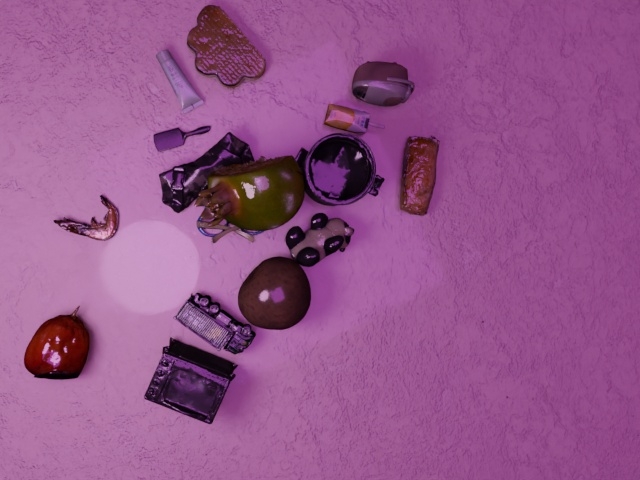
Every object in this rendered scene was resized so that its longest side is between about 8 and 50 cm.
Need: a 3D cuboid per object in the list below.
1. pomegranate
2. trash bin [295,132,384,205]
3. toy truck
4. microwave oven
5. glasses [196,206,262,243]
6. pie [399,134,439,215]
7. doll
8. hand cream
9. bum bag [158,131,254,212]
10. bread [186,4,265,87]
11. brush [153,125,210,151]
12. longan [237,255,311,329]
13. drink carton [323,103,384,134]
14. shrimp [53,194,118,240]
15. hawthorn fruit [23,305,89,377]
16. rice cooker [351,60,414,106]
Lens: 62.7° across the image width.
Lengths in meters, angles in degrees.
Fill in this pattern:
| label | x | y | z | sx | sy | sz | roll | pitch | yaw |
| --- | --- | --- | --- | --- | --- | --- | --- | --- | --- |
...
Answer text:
| label | x | y | z | sx | sy | sz | roll | pitch | yaw |
| --- | --- | --- | --- | --- | --- | --- | --- | --- | --- |
| pomegranate | -0.211 | -0.120 | 1.588 | 0.359 | 0.310 | 0.215 | -38 | 123 | -43 |
| trash bin | 0.048 | -0.219 | 1.690 | 0.278 | 0.262 | 0.217 | 28 | 90 | -5 |
| toy truck | -0.348 | 0.282 | 1.763 | 0.259 | 0.088 | 0.121 | 36 | 88 | -4 |
| microwave oven | -0.419 | 0.455 | 1.712 | 0.248 | 0.188 | 0.177 | 24 | 90 | -5 |
| glasses | -0.294 | -0.029 | 1.728 | 0.239 | 0.206 | 0.102 | -1 | 128 | -3 |
| pie | 0.342 | -0.230 | 1.815 | 0.129 | 0.068 | 0.282 | 8 | 87 | -6 |
| doll | -0.002 | 0.000 | 1.760 | 0.234 | 0.135 | 0.143 | -31 | 70 | -6 |
| hand cream | -0.471 | -0.529 | 1.740 | 0.078 | 0.050 | 0.204 | -30 | 99 | -6 |
| bum bag | -0.381 | -0.226 | 1.734 | 0.341 | 0.095 | 0.144 | -32 | 112 | 0 |
| bread | -0.329 | -0.625 | 1.742 | 0.207 | 0.056 | 0.286 | -39 | 95 | -6 |
| brush | -0.461 | -0.350 | 1.762 | 0.194 | 0.016 | 0.062 | -17 | 94 | -4 |
| longan | -0.145 | 0.172 | 1.715 | 0.246 | 0.215 | 0.245 | 1 | 83 | -12 |
| drink carton | 0.116 | -0.405 | 1.782 | 0.200 | 0.074 | 0.084 | 14 | 92 | -7 |
| shrimp | -0.764 | -0.084 | 1.733 | 0.195 | 0.035 | 0.147 | 15 | 93 | -12 |
| hawthorn fruit | -0.826 | 0.327 | 1.673 | 0.190 | 0.189 | 0.251 | 18 | 87 | -6 |
| rice cooker | 0.207 | -0.522 | 1.753 | 0.207 | 0.145 | 0.127 | 0 | 82 | -8 |
